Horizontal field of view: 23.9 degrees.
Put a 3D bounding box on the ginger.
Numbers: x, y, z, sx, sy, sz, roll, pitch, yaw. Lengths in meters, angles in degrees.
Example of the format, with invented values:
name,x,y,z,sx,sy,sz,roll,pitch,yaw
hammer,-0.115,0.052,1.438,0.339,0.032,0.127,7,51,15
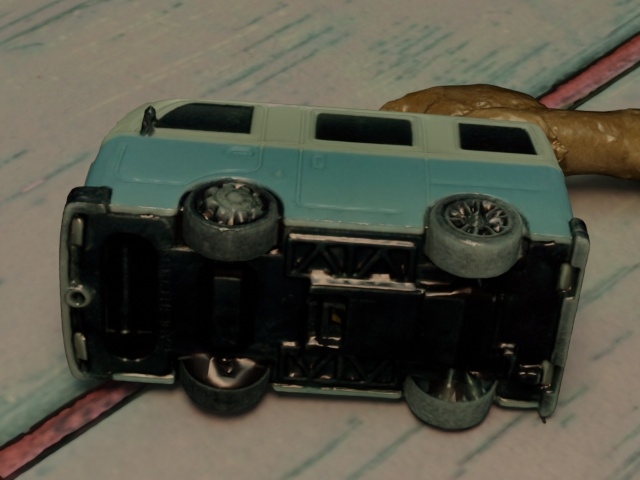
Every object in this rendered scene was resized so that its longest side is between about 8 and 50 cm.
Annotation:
name,x,y,z,sx,sy,sz,roll,pitch,yaw
ginger,0.144,-0.069,0.979,0.214,0.059,0.133,-1,11,-23

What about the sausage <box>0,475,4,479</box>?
name,x,y,z,sx,sy,sz,roll,pitch,yaw
sausage,-0.115,0.193,0.651,0.097,0.094,0.348,-35,53,-29

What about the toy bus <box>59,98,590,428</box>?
name,x,y,z,sx,sy,sz,roll,pitch,yaw
toy bus,0.000,0.000,0.849,0.271,0.133,0.165,4,36,-1
